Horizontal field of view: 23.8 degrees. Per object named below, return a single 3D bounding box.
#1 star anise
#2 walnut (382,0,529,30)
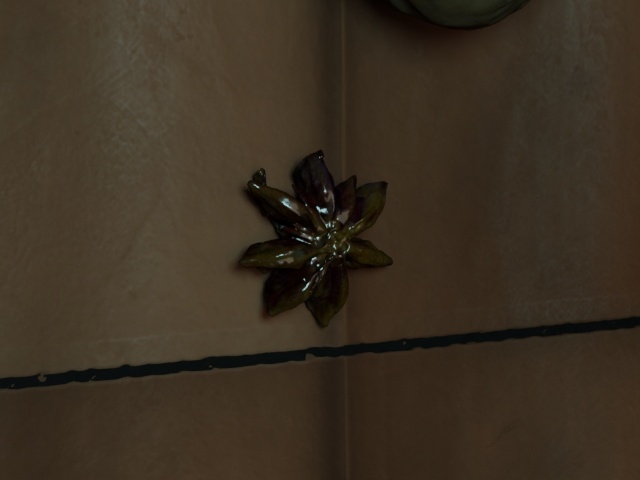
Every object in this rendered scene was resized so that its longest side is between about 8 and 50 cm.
[{"bbox_3d":[0.000,-0.001,1.337,0.168,0.057,0.168,-2,94,-27],"label":"star anise"},{"bbox_3d":[0.130,-0.315,1.285,0.273,0.227,0.273,-3,96,-25],"label":"walnut"}]
